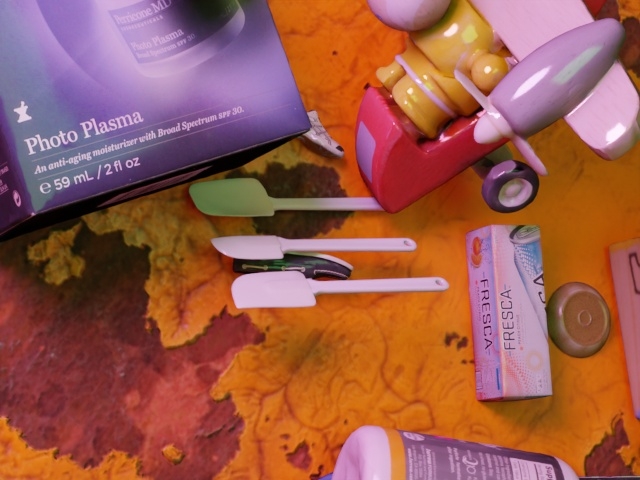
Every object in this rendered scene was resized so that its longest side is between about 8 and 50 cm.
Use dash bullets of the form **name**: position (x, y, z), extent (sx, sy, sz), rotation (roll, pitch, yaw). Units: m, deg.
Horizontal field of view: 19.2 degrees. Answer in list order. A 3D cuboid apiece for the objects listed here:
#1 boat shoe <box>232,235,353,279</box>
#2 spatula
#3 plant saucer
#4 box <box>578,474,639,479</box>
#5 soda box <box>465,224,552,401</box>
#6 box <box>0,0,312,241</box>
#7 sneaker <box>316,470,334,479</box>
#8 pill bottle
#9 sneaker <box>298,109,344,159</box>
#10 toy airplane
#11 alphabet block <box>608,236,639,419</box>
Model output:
- **boat shoe**: position (-0.028, 0.027, 1.892), extent (0.125, 0.046, 0.038), rotation (14, 76, -20)
- **spatula**: position (0.000, 0.000, 1.880), extent (0.242, 0.019, 0.168), rotation (-2, 44, -28)
- **plant saucer**: position (0.282, 0.085, 2.049), extent (0.083, 0.015, 0.083), rotation (4, 80, -25)
- **box**: position (0.230, 0.384, 1.899), extent (0.295, 0.073, 0.293), rotation (-1, 83, -7)
- **soda box**: position (0.197, 0.077, 1.986), extent (0.063, 0.058, 0.183), rotation (0, 82, -26)
- **box**: position (-0.210, -0.184, 1.766), extent (0.296, 0.183, 0.294), rotation (-20, 89, -27)
- **sneaker**: position (-0.015, 0.289, 1.837), extent (0.209, 0.082, 0.069), rotation (-32, 94, -28)
- **pill bottle**: position (0.153, 0.273, 1.785), extent (0.278, 0.162, 0.162), rotation (11, 77, -13)
- **sneaker**: position (-0.006, -0.114, 1.934), extent (0.083, 0.032, 0.037), rotation (32, 70, -18)
- **toy airplane**: position (0.172, -0.233, 1.842), extent (0.272, 0.386, 0.384), rotation (19, 73, -35)
- **alphabet block**: position (0.445, 0.079, 2.030), extent (0.192, 0.193, 0.197), rotation (-6, 84, -28)
